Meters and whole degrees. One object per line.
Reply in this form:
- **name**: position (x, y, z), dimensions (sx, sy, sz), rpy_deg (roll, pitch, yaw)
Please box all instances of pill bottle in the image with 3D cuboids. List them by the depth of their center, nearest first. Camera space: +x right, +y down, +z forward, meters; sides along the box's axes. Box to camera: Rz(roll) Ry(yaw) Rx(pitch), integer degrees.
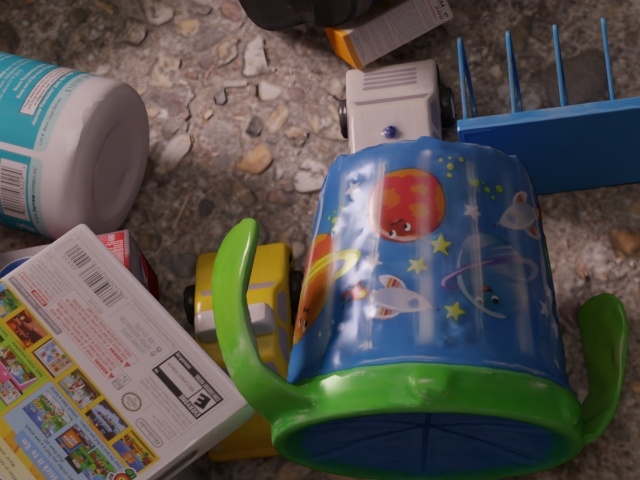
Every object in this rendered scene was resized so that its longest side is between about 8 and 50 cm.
- **pill bottle**: position (-0.292, -0.093, 1.661), dimensions (0.264, 0.146, 0.146), rpy_deg (16, 69, 18)

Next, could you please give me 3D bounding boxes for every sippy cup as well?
- **sippy cup**: position (0.081, 0.051, 1.455), dimensions (0.240, 0.305, 0.224), rpy_deg (-8, 68, 25)

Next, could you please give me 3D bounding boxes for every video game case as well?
- **video game case**: position (-0.198, 0.116, 1.459), dimensions (0.206, 0.026, 0.227), rpy_deg (-36, 59, -17)

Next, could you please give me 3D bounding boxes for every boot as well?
- **boot**: position (0.056, -0.263, 1.694), dimensions (0.229, 0.091, 0.263), rpy_deg (-27, 27, -25)

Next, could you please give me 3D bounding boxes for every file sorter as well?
- **file sorter**: position (0.201, -0.113, 1.585), dimensions (0.170, 0.118, 0.104), rpy_deg (-6, 61, 9)

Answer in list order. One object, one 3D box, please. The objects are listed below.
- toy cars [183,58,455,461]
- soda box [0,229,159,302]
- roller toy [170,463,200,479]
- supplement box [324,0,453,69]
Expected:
- **toy cars**: position (0.000, 0.000, 1.590), dimensions (0.176, 0.087, 0.394), rpy_deg (33, 75, 23)
- **soda box**: position (-0.270, 0.068, 1.610), dimensions (0.263, 0.092, 0.083), rpy_deg (-10, 60, 8)
- **roller toy**: position (-0.192, 0.213, 1.497), dimensions (0.191, 0.146, 0.209), rpy_deg (-11, 64, 7)
- **supplement box**: position (0.058, -0.192, 1.677), dimensions (0.098, 0.036, 0.062), rpy_deg (-29, 24, -6)
